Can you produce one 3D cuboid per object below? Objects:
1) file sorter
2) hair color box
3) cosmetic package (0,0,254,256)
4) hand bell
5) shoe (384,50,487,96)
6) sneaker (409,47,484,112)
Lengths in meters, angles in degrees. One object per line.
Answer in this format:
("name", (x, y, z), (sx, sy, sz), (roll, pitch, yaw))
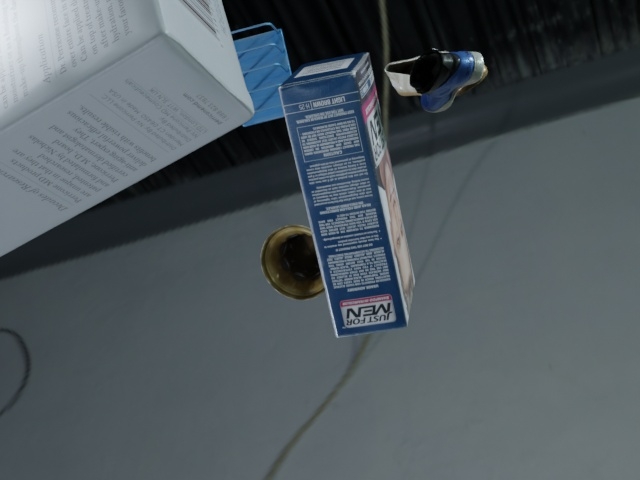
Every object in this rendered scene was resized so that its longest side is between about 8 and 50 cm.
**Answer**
("file sorter", (-0.123, -0.321, 1.950), (0.118, 0.104, 0.170), (-13, 89, 9))
("hair color box", (0.044, -0.065, 1.364), (0.105, 0.347, 0.174), (-9, 18, 12))
("cosmetic package", (-0.312, -0.140, 1.012), (0.453, 0.161, 0.230), (-26, 59, 17))
("hand bell", (0.000, 0.000, 1.702), (0.126, 0.126, 0.242), (-7, 15, 21))
("shoe", (0.198, -0.293, 1.772), (0.219, 0.058, 0.077), (5, 55, 51))
("sneaker", (0.152, -0.219, 1.384), (0.084, 0.152, 0.058), (1, 79, -21))
